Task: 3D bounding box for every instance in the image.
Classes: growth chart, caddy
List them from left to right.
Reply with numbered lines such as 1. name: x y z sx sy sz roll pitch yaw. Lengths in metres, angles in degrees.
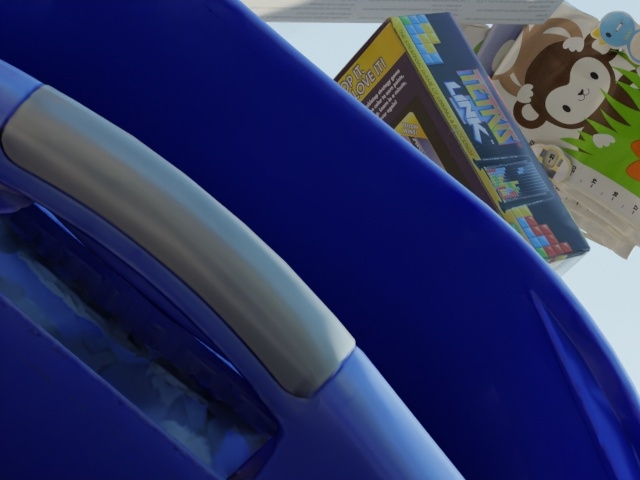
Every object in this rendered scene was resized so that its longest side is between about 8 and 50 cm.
1. caddy: -0.065 0.041 0.499 0.341 0.241 0.179 40 -45 0
2. growth chart: 0.165 -0.076 1.291 0.237 0.021 0.172 22 -63 11

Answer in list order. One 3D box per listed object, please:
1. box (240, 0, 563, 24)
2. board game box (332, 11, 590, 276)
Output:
1. box: 0.008 -0.163 1.105 0.067 0.324 0.063 -50 -126 46
2. board game box: 0.036 -0.006 0.982 0.170 0.048 0.141 -45 -116 43
